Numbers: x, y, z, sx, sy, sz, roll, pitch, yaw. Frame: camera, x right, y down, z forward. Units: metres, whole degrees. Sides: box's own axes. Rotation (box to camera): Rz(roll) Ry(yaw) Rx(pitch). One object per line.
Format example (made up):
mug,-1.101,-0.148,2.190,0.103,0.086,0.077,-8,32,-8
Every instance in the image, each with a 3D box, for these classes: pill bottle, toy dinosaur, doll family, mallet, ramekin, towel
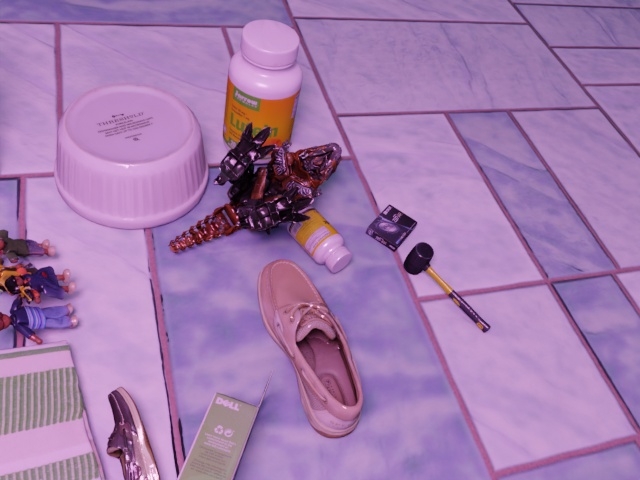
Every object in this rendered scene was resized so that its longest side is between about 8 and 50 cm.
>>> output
pill bottle,0.000,0.000,1.029,0.065,0.065,0.116,-28,63,-32
toy dinosaur,-0.096,-0.068,0.998,0.164,0.218,0.322,37,80,-2
doll family,-0.423,0.064,0.841,0.193,0.076,0.111,41,18,31
mallet,0.219,0.089,1.037,0.039,0.062,0.190,-33,80,-32
ramekin,-0.329,-0.160,1.037,0.272,0.127,0.273,7,50,-9
pill bottle,-0.108,-0.276,1.111,0.136,0.246,0.136,7,50,-8
towel,-0.378,0.271,0.682,0.247,0.038,0.325,-1,50,-40

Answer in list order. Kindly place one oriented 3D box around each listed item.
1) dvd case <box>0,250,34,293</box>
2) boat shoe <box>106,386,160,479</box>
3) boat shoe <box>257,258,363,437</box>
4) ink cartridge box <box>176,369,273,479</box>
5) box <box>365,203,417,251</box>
dvd case,-0.514,0.035,0.902,0.119,0.013,0.087,33,51,12
boat shoe,-0.248,0.259,0.756,0.049,0.056,0.152,-15,56,-31
boat shoe,-0.013,0.137,0.889,0.109,0.098,0.302,-9,54,-21
ink cartridge box,-0.128,0.265,0.747,0.062,0.109,0.209,19,49,1
box,0.134,-0.024,1.114,0.067,0.018,0.083,35,52,14
